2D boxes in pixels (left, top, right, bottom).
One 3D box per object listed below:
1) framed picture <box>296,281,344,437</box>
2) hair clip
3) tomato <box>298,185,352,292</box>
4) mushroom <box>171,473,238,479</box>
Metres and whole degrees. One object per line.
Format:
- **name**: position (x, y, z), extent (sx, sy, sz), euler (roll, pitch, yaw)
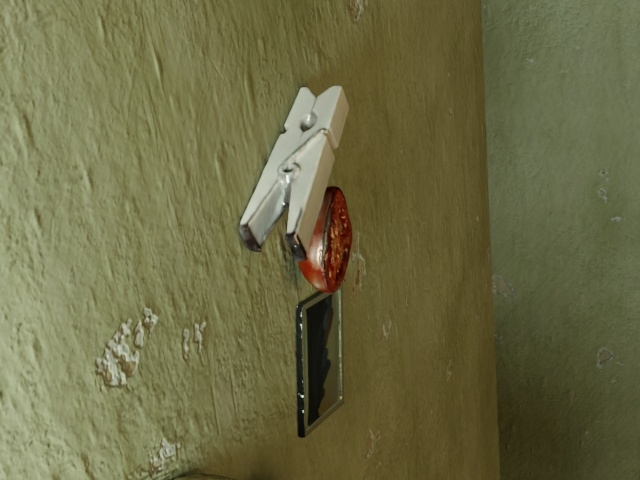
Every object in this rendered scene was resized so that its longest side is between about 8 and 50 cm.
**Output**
- **framed picture**: position (0.001, 0.229, 1.689), extent (0.192, 0.018, 0.266), euler (-27, 119, -61)
- **hair clip**: position (-0.034, -0.120, 1.448), extent (0.085, 0.101, 0.331), euler (61, 38, -46)
- **tomato**: position (-0.003, 0.001, 1.552), extent (0.166, 0.082, 0.174), euler (70, 29, -51)
- **mushroom**: position (-0.139, 0.442, 1.202), extent (0.253, 0.188, 0.195), euler (-4, 96, -63)
